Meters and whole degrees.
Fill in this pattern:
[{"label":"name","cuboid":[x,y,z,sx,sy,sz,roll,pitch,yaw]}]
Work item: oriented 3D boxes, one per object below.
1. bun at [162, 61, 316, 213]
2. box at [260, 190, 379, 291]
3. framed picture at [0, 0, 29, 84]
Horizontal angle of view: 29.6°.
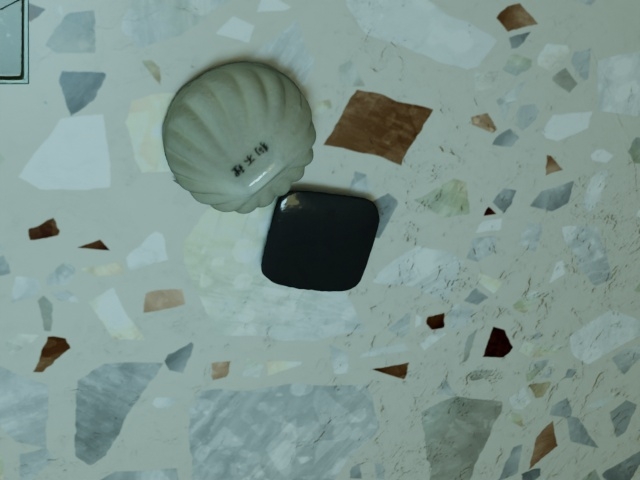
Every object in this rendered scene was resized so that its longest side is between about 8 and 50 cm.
[{"label":"bun","cuboid":[-0.118,-0.145,1.980,0.263,0.175,0.263,-10,122,-17]},{"label":"box","cuboid":[0.000,0.000,2.195,0.212,0.042,0.201,4,118,-24]},{"label":"framed picture","cuboid":[-0.559,-0.315,1.797,0.250,0.016,0.184,-5,121,-19]}]
